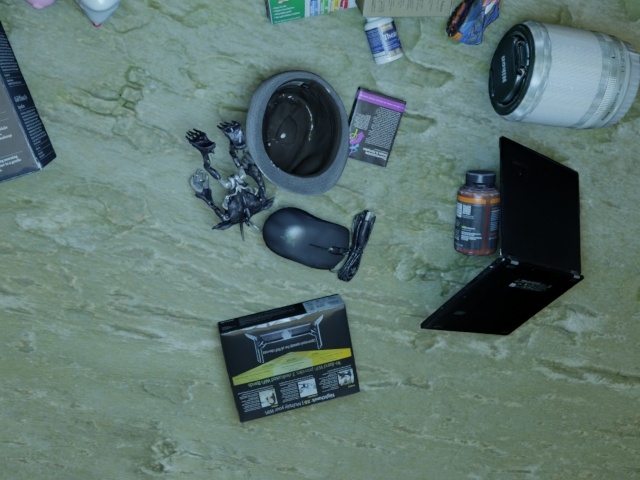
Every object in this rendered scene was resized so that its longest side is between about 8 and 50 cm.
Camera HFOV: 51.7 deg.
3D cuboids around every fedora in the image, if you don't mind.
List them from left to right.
[{"bbox_3d":[-0.063,-0.225,1.428,0.244,0.124,0.275,8,81,-27],"label":"fedora"}]

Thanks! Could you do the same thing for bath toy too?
[{"bbox_3d":[-0.562,-0.494,1.274,0.349,0.129,0.151,5,62,-17],"label":"bath toy"}]

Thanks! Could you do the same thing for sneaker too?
[{"bbox_3d":[0.370,-0.540,1.487,0.087,0.083,0.221,24,105,-30],"label":"sneaker"}]

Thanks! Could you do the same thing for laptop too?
[{"bbox_3d":[0.442,0.015,1.587,0.382,0.236,0.408,12,132,-43],"label":"laptop"}]

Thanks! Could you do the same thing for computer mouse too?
[{"bbox_3d":[0.000,0.000,1.526,0.272,0.072,0.188,13,105,-27],"label":"computer mouse"}]

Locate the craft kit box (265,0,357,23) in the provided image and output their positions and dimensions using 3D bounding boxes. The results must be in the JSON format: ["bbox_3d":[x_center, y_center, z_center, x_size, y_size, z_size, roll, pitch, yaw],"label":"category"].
[{"bbox_3d":[-0.003,-0.590,1.349,0.250,0.061,0.246,-15,130,-7],"label":"craft kit box"}]

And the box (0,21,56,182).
[{"bbox_3d":[-0.746,-0.244,1.273,0.343,0.179,0.312,-18,109,-7],"label":"box"}]

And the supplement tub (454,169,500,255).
[{"bbox_3d":[0.381,-0.068,1.595,0.106,0.106,0.197,-2,106,-11],"label":"supplement tub"}]

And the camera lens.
[{"bbox_3d":[0.535,-0.367,1.485,0.275,0.219,0.219,4,104,-13],"label":"camera lens"}]

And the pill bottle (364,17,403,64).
[{"bbox_3d":[0.136,-0.455,1.457,0.067,0.067,0.120,-22,109,-5],"label":"pill bottle"}]

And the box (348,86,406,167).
[{"bbox_3d":[0.119,-0.260,1.529,0.116,0.029,0.162,14,100,-14],"label":"box"}]

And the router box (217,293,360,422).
[{"bbox_3d":[-0.074,0.285,1.609,0.309,0.081,0.242,-12,107,-8],"label":"router box"}]

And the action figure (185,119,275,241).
[{"bbox_3d":[-0.195,-0.133,1.446,0.164,0.141,0.275,-24,135,-13],"label":"action figure"}]

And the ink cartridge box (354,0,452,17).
[{"bbox_3d":[0.178,-0.575,1.323,0.193,0.088,0.234,-4,131,-11],"label":"ink cartridge box"}]
